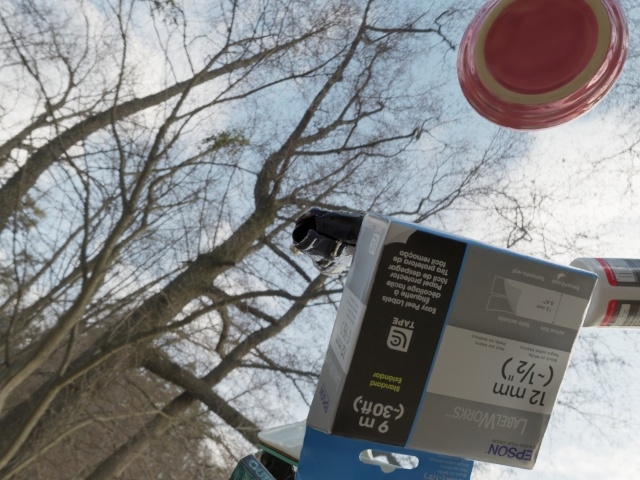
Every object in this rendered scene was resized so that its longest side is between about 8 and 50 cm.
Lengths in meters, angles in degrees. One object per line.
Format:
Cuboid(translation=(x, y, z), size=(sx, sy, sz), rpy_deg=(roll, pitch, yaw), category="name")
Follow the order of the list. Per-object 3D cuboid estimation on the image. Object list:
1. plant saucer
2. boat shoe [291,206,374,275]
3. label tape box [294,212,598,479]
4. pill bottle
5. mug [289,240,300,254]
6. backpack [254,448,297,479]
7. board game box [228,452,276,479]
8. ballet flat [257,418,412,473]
Cuboid(translation=(0.460, -0.403, 0.908), size=(0.333, 0.084, 0.331), rpy_deg=(1, -86, 24), category="plant saucer")
Cuboid(translation=(0.000, 0.000, 1.000), size=(0.158, 0.127, 0.340), rpy_deg=(9, -19, -16), category="boat shoe")
Cuboid(translation=(0.133, 0.166, 0.503), size=(0.250, 0.115, 0.347), rpy_deg=(14, -87, -11), category="label tape box")
Cuboid(translation=(0.787, 0.130, 1.039), size=(0.319, 0.176, 0.176), rpy_deg=(1, -54, 4), category="pill bottle")
Cuboid(translation=(-0.079, 0.017, 1.586), size=(0.062, 0.064, 0.078), rpy_deg=(52, -22, -12), category="mug")
Cuboid(translation=(-0.110, 0.577, 1.090), size=(0.115, 0.151, 0.182), rpy_deg=(-5, -23, -10), category="backpack")
Cuboid(translation=(-0.052, 0.358, 0.484), size=(0.186, 0.026, 0.126), rpy_deg=(34, -80, 29), category="board game box")
Cuboid(translation=(0.069, 0.412, 0.827), size=(0.401, 0.139, 0.139), rpy_deg=(13, -51, 27), category="ballet flat")
